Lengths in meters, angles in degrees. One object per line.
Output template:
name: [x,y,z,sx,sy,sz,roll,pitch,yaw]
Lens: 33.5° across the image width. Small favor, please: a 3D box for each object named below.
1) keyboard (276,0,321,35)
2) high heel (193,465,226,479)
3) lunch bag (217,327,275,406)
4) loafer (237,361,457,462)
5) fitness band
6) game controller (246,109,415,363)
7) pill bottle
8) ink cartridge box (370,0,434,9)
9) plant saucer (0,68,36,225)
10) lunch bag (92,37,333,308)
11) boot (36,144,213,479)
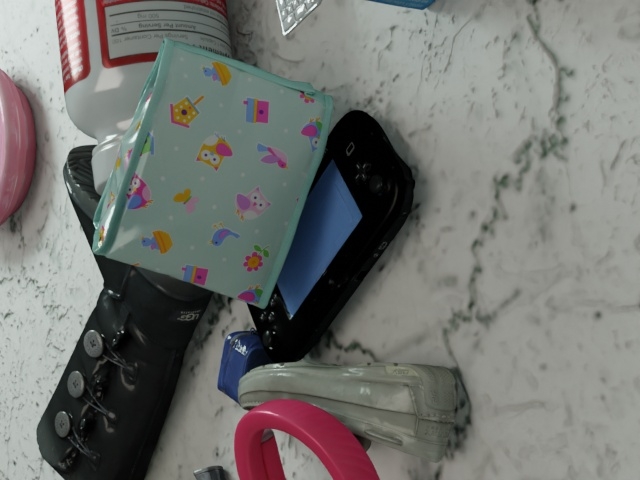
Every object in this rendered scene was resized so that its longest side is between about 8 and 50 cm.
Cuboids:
keyboard: [-0.042,-0.337,1.070,0.072,0.014,0.256,-27,69,49]
high heel: [-0.221,0.440,1.460,0.261,0.093,0.186,-27,62,19]
lunch bag: [-0.092,0.161,1.379,0.065,0.067,0.098,24,106,46]
loafer: [0.017,0.196,1.221,0.319,0.112,0.111,-7,76,48]
fitness band: [-0.002,0.309,1.209,0.209,0.054,0.291,8,120,46]
game controller: [0.000,0.000,1.276,0.319,0.067,0.166,-55,51,32]
pill bottle: [-0.235,-0.270,1.426,0.229,0.229,0.407,-18,76,47]
ink cartridge box: [0.098,-0.397,1.067,0.270,0.197,0.198,-33,65,45]
plant saucer: [-0.620,-0.168,1.976,0.332,0.084,0.332,-2,87,49]
lunch bag: [-0.124,-0.085,1.247,0.160,0.223,0.262,-128,58,-71]
boot: [-0.330,0.129,1.612,0.367,0.146,0.445,49,129,39]
